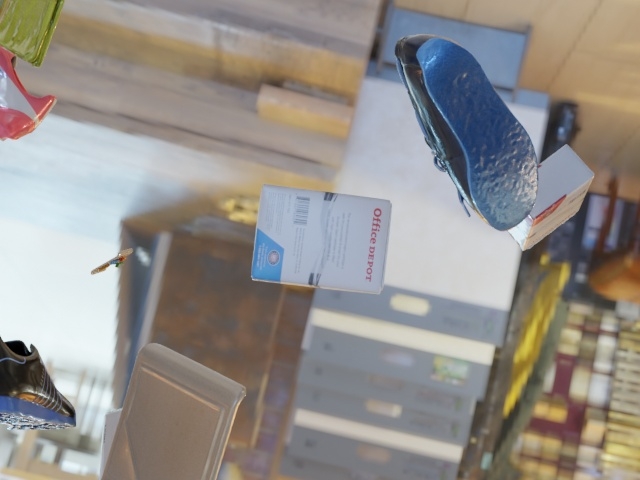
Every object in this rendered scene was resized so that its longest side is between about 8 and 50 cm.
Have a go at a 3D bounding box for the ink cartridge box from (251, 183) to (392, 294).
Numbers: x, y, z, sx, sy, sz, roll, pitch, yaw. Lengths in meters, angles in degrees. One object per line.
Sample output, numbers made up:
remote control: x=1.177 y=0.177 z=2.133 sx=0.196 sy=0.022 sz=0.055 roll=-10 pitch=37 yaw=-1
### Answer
ink cartridge box: x=0.000 y=0.000 z=1.769 sx=0.191 sy=0.139 sz=0.082 roll=7 pitch=176 yaw=-4

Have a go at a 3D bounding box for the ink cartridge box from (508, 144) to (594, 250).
ink cartridge box: x=0.288 y=-0.053 z=1.555 sx=0.056 sy=0.099 sz=0.135 roll=52 pitch=171 yaw=16

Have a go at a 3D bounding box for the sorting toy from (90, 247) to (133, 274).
sorting toy: x=-0.328 y=0.034 z=1.939 sx=0.062 sy=0.012 sz=0.083 roll=-33 pitch=177 yaw=16

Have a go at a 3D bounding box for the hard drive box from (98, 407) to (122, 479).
hard drive box: x=-0.276 y=0.353 z=1.889 sx=0.089 sy=0.181 sz=0.232 roll=8 pitch=166 yaw=-23

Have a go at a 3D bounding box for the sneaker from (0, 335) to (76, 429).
sneaker: x=-0.331 y=0.164 z=1.362 sx=0.081 sy=0.090 sz=0.232 roll=-3 pitch=166 yaw=5

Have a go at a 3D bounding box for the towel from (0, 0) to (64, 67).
towel: x=-0.335 y=-0.261 z=1.334 sx=0.021 sy=0.102 sz=0.237 roll=15 pitch=-170 yaw=-34

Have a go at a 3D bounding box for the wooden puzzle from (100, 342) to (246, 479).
wooden puzzle: x=-0.210 y=0.286 z=1.702 sx=0.221 sy=0.238 sz=0.044 roll=19 pitch=179 yaw=42

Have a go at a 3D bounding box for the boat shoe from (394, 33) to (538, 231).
boat shoe: x=0.160 y=-0.123 z=1.287 sx=0.089 sy=0.109 sz=0.258 roll=38 pitch=159 yaw=51

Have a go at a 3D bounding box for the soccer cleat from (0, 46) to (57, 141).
soccer cleat: x=-0.440 y=-0.235 z=1.518 sx=0.248 sy=0.095 sz=0.083 roll=50 pitch=176 yaw=-7
